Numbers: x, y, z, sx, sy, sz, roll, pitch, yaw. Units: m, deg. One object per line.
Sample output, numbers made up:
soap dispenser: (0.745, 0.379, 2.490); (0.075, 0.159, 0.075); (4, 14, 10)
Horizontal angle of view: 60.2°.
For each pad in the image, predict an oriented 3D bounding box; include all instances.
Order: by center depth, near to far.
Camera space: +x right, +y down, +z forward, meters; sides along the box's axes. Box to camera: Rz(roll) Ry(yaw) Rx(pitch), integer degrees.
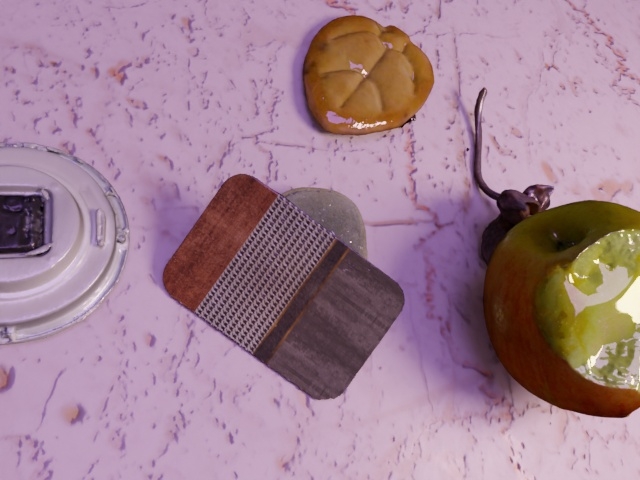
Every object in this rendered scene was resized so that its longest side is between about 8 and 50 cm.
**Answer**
pad: (0.004, -0.007, 0.595); (0.249, 0.323, 0.055); (36, 20, -2)

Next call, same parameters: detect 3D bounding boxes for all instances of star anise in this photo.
star anise: (0.246, -0.104, 0.812); (0.218, 0.148, 0.227); (-46, 56, 1)

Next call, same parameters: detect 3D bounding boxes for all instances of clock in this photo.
clock: (-0.321, -0.012, 0.574); (0.236, 0.053, 0.237); (8, 65, -18)

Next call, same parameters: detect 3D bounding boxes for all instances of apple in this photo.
apple: (0.319, 0.074, 0.656); (0.246, 0.246, 0.227); (-33, 118, -30)

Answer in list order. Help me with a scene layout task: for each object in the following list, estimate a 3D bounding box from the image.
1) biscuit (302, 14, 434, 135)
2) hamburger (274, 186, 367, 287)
biscuit: (0.070, -0.250, 0.836); (0.203, 0.041, 0.260); (36, 58, -2)
hamburger: (-0.006, 0.004, 0.681); (0.132, 0.062, 0.140); (1, 65, -23)
